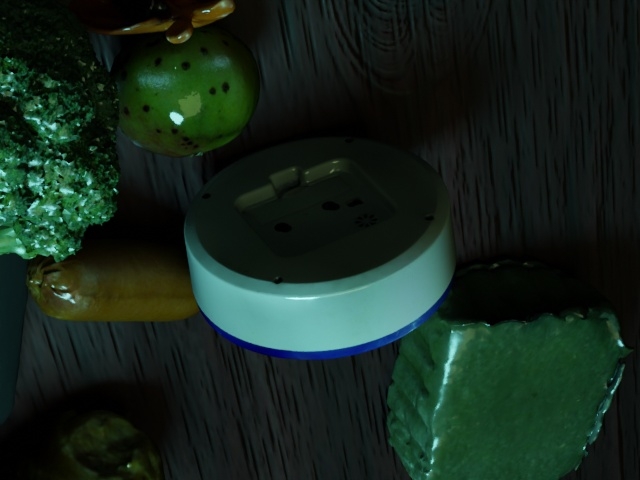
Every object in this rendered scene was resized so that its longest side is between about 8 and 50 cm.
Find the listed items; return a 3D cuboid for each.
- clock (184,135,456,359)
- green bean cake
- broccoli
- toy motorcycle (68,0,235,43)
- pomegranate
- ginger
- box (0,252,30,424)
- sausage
[{"bbox_3d":[0.000,0.000,1.487,0.230,0.230,0.083,-17,126,-14],"label":"clock"},{"bbox_3d":[0.188,0.138,1.756,0.223,0.125,0.227,-1,123,-23],"label":"green bean cake"},{"bbox_3d":[-0.280,-0.074,1.274,0.270,0.270,0.270,-47,132,-4],"label":"broccoli"},{"bbox_3d":[-0.135,-0.275,1.284,0.221,0.148,0.325,-51,135,-13],"label":"toy motorcycle"},{"bbox_3d":[-0.114,-0.129,1.418,0.130,0.130,0.130,-13,129,-17],"label":"pomegranate"},{"bbox_3d":[-0.270,0.331,1.582,0.152,0.357,0.274,30,131,-3],"label":"ginger"},{"bbox_3d":[-0.390,0.058,1.444,0.290,0.073,0.289,-4,126,-24],"label":"box"},{"bbox_3d":[-0.174,0.035,1.502,0.197,0.076,0.076,1,126,-52],"label":"sausage"}]
